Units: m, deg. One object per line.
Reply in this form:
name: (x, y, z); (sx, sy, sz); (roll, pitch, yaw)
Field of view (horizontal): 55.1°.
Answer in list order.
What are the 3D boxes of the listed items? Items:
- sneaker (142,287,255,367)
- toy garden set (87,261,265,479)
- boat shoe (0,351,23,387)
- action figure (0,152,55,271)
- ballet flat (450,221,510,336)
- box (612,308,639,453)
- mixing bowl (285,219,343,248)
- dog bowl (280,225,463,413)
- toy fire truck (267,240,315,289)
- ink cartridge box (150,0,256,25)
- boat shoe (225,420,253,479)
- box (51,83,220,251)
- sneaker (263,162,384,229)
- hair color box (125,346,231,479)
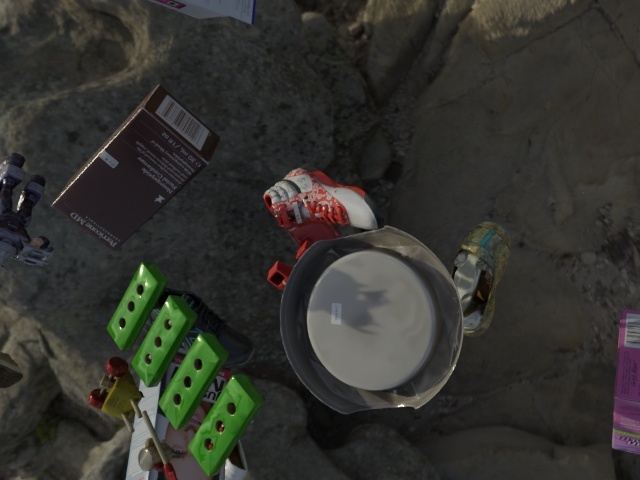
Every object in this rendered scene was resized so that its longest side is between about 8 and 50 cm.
sneaker: (-0.258, 0.174, 1.259); (0.267, 0.101, 0.106); (22, 124, 0)
toy garden set: (-0.179, 0.179, 0.733); (0.244, 0.049, 0.204); (43, 110, 32)
boat shoe: (-0.616, 0.216, 1.109); (0.068, 0.190, 0.072); (-29, 68, -11)
action figure: (-0.596, -0.039, 1.181); (0.099, 0.185, 0.285); (-36, 39, 19)
ballet flat: (0.318, 0.111, 1.319); (0.123, 0.123, 0.348); (23, 137, 20)
box: (0.691, 0.304, 1.300); (0.117, 0.243, 0.213); (3, 51, 28)
mixing bowl: (0.000, 0.000, 1.556); (0.098, 0.181, 0.181); (-40, 78, 2)
dog bowl: (0.100, 0.145, 1.129); (0.348, 0.102, 0.349); (-2, 86, 26)
toy fire truck: (-0.013, 0.072, 1.355); (0.192, 0.135, 0.047); (27, 134, -14)
ink cartridge box: (-0.266, -0.489, 1.011); (0.069, 0.371, 0.176); (3, 88, 49)
boat shoe: (-0.262, 0.528, 1.696); (0.136, 0.367, 0.156); (32, 101, -23)
box: (-0.439, -0.163, 1.450); (0.191, 0.143, 0.381); (40, 121, -22)
sneaker: (-0.004, -0.060, 1.244); (0.270, 0.145, 0.090); (35, 152, 42)
hair color box: (-0.312, 0.418, 1.373); (0.113, 0.185, 0.374); (-34, 43, 37)
